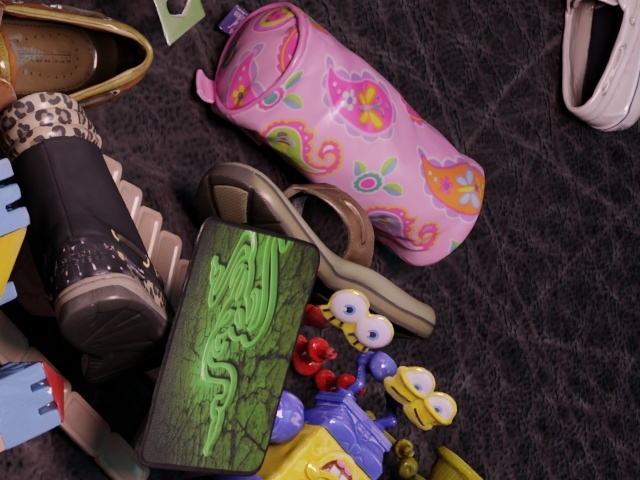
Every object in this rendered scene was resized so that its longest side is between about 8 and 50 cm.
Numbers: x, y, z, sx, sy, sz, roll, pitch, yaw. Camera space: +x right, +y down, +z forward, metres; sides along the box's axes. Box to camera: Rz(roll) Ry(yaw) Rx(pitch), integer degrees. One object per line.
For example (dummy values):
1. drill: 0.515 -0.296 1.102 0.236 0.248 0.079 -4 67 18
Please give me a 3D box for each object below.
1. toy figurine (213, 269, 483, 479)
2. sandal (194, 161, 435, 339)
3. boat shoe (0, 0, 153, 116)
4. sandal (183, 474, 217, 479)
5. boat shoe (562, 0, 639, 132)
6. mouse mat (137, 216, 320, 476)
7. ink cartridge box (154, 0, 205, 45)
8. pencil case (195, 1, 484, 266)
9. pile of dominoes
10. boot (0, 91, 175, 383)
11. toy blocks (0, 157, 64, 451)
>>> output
1. toy figurine: -0.004 0.206 1.566 0.217 0.191 0.362 -50 121 -20
2. sandal: 0.000 0.000 1.607 0.303 0.120 0.086 36 72 -48
3. boat shoe: -0.260 -0.134 1.359 0.307 0.104 0.110 -15 98 -44
4. sandal: -0.136 0.274 1.492 0.254 0.054 0.097 -34 111 -41
5. boat shoe: 0.298 -0.250 1.945 0.088 0.096 0.267 15 85 -48
6. mouse mat: -0.066 0.083 1.398 0.153 0.007 0.189 15 90 -54
7. ink cartridge box: -0.163 -0.256 1.465 0.109 0.062 0.209 -60 134 -68
8. pencil case: 0.023 -0.091 1.639 0.284 0.124 0.124 37 62 -37
9. pile of dominoes: -0.182 0.055 1.490 0.251 0.040 0.196 54 52 -39
10. boot: -0.168 0.003 1.390 0.236 0.085 0.178 76 -6 -73
11. toy blocks: -0.303 0.030 1.217 0.261 0.191 0.381 -25 101 -36
